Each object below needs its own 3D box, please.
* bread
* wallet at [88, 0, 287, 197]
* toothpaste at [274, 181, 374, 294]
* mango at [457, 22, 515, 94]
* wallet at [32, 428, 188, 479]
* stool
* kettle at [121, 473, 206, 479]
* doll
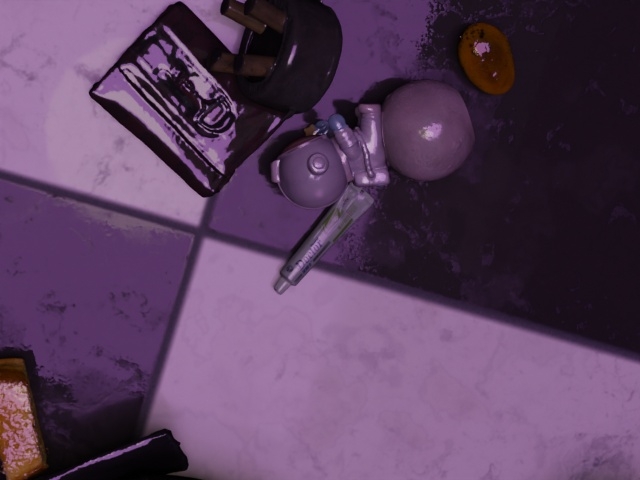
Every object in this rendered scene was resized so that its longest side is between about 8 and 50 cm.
[{"bbox_3d":[-0.417,0.256,1.577,0.065,0.103,0.188,-10,96,-12],"label":"bread"},{"bbox_3d":[-0.177,-0.190,1.583,0.229,0.049,0.182,44,85,-16],"label":"wallet"},{"bbox_3d":[0.000,0.000,1.660,0.048,0.029,0.197,42,86,-15],"label":"toothpaste"},{"bbox_3d":[0.242,-0.262,1.656,0.079,0.057,0.114,-39,113,-8],"label":"mango"},{"bbox_3d":[-0.328,0.341,1.604,0.285,0.146,0.030,-21,61,-9],"label":"wallet"},{"bbox_3d":[-0.066,-0.275,1.538,0.139,0.228,0.153,14,137,-33],"label":"stool"},{"bbox_3d":[-0.197,0.451,1.615,0.290,0.207,0.268,28,127,-15],"label":"kettle"},{"bbox_3d":[0.068,-0.125,1.601,0.287,0.151,0.151,-20,103,-4],"label":"doll"}]
